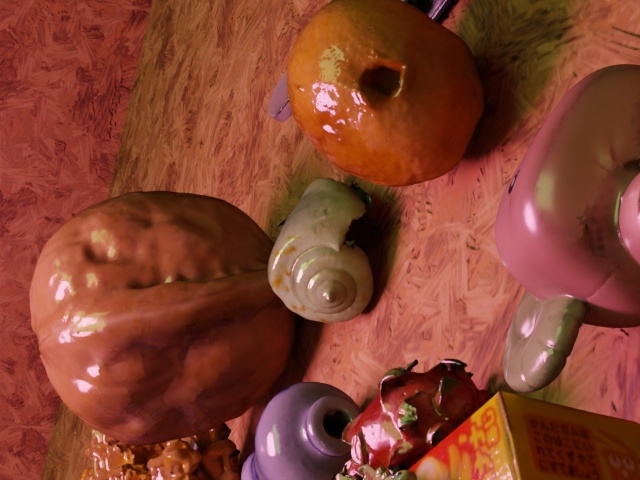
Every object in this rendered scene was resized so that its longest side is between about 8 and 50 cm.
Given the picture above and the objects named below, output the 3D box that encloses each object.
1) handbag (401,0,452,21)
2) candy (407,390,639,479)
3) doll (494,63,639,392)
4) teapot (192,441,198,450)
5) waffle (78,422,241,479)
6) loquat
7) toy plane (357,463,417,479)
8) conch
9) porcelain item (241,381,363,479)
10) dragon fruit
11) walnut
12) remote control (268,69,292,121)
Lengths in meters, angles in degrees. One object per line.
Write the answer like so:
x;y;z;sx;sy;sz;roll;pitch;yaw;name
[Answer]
0.114;-0.423;1.161;0.274;0.100;0.269;-44;48;41;handbag
0.133;0.236;0.772;0.276;0.146;0.088;125;150;-42;candy
0.234;-0.009;0.660;0.284;0.216;0.268;-57;-1;-10;doll
-0.191;0.311;1.580;0.043;0.042;0.111;-43;38;52;teapot
-0.255;0.383;1.479;0.324;0.151;0.261;6;92;54;waffle
0.067;-0.161;1.028;0.193;0.238;0.238;-63;26;11;loquat
0.050;0.213;0.742;0.111;0.040;0.102;-56;31;36;toy plane
0.014;-0.005;1.227;0.251;0.137;0.144;-74;-12;-46;conch
-0.023;0.257;1.127;0.259;0.141;0.141;124;150;-55;porcelain item
0.088;0.204;0.900;0.135;0.137;0.236;-96;28;-43;dragon fruit
-0.219;0.109;1.346;0.383;0.383;0.384;-43;40;52;walnut
-0.004;-0.270;1.347;0.245;0.022;0.077;-51;32;28;remote control
